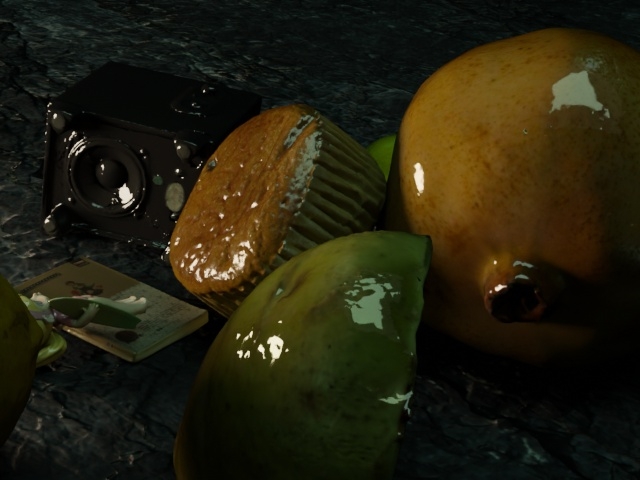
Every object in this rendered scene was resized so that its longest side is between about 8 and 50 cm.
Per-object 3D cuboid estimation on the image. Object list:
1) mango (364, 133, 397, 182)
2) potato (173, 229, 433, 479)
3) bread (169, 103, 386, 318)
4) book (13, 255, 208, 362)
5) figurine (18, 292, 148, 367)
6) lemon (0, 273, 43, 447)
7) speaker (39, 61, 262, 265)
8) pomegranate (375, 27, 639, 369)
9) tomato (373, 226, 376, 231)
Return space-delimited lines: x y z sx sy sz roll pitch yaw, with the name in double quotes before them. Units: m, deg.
"mango" 0.141 -0.073 1.815 0.185 0.149 0.273 17 22 22
"potato" -0.020 0.118 1.209 0.213 0.280 0.330 12 27 2
"bread" -0.051 -0.027 1.510 0.142 0.253 0.227 32 -15 -34
"book" -0.248 0.077 1.525 0.199 0.016 0.138 22 29 26
"figurine" -0.273 0.090 1.422 0.187 0.083 0.083 -9 30 -39
"lemon" -0.368 0.111 1.160 0.234 0.233 0.288 6 13 -5
"speaker" -0.228 -0.112 1.739 0.232 0.184 0.254 13 24 9
"pomegranate" 0.261 -0.035 1.523 0.417 0.416 0.416 7 25 -3
"tomato" 0.000 0.000 1.676 0.159 0.091 0.139 -11 38 -20
